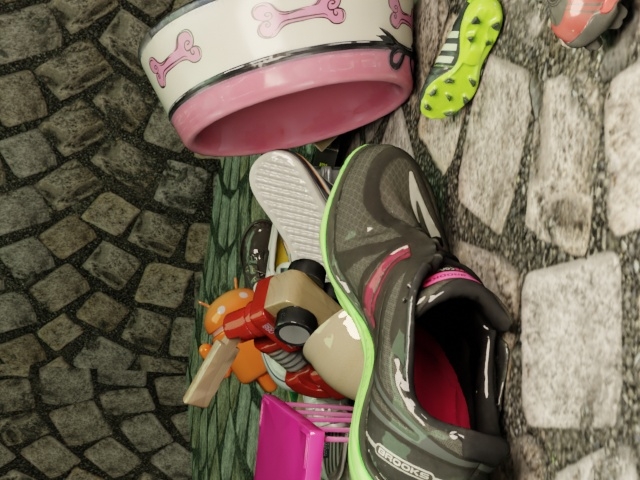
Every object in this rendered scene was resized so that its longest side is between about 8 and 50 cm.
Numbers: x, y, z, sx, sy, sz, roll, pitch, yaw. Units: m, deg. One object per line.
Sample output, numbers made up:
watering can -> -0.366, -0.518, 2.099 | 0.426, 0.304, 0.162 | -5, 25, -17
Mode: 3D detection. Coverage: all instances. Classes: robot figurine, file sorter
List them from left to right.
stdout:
robot figurine -> -0.136, 0.183, 1.907 | 0.158, 0.219, 0.128 | -35, -3, 26
file sorter -> 0.028, 0.329, 1.327 | 0.291, 0.182, 0.202 | 180, 96, -76

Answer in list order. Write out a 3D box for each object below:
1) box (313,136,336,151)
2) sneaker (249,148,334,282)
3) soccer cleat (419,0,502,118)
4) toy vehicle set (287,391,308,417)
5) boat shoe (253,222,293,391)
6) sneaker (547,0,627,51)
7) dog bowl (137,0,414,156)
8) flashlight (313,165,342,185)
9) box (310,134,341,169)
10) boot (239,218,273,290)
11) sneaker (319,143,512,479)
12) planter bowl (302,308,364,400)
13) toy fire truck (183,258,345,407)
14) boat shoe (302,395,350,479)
box -> 0.022, -0.244, 1.730 | 0.136, 0.036, 0.225 | -44, 26, 10
sneaker -> 0.000, 0.000, 1.583 | 0.127, 0.126, 0.321 | -54, -59, -77
soccer cleat -> 0.170, -0.222, 1.213 | 0.072, 0.060, 0.179 | -85, 16, -45
toy vehicle set -> -0.040, 0.209, 1.978 | 0.267, 0.035, 0.166 | -106, 25, -57
boat shoe -> -0.045, 0.080, 1.809 | 0.156, 0.136, 0.367 | 82, -170, -56
sneaker -> 0.214, -0.306, 0.871 | 0.097, 0.135, 0.276 | -152, 66, -74
dog bowl -> -0.047, -0.240, 1.453 | 0.408, 0.408, 0.150 | 142, 116, -72
flashlight -> 0.004, 0.027, 1.685 | 0.103, 0.103, 0.304 | -6, -82, -61
box -> 0.003, -0.139, 1.823 | 0.190, 0.045, 0.184 | -80, 6, -53
boot -> -0.102, 0.103, 2.057 | 0.229, 0.091, 0.262 | -141, 53, -69
sneaker -> 0.124, 0.074, 1.124 | 0.202, 0.185, 0.482 | -47, 40, 41
planter bowl -> 0.073, 0.150, 1.304 | 0.109, 0.162, 0.162 | 58, 151, 24
toy fire truck -> -0.062, 0.171, 1.483 | 0.246, 0.217, 0.158 | -22, 41, 33
boat shoe -> 0.020, 0.284, 1.640 | 0.076, 0.083, 0.226 | -150, 54, -63
